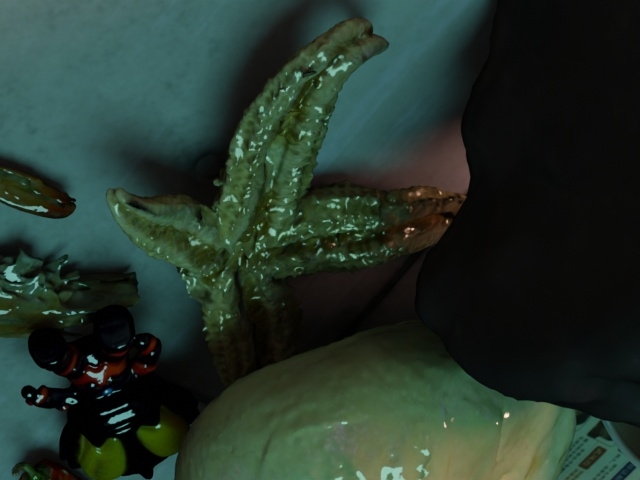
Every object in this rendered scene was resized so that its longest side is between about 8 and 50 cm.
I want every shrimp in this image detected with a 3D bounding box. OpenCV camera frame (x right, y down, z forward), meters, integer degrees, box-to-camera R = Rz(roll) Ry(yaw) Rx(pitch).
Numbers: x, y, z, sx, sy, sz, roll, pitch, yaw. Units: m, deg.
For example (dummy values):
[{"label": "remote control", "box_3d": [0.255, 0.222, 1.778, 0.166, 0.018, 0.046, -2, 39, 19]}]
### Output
[{"label": "shrimp", "box_3d": [-0.266, 0.005, 1.595, 0.253, 0.058, 0.173, 0, 120, -20]}]

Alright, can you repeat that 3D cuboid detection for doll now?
[{"label": "doll", "box_3d": [-0.180, 0.145, 1.694, 0.127, 0.088, 0.249, 5, 148, 9]}]

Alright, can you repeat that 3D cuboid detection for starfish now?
[{"label": "starfish", "box_3d": [0.000, 0.000, 1.656, 0.324, 0.082, 0.432, -32, 138, 2]}]

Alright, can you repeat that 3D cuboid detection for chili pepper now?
[{"label": "chili pepper", "box_3d": [-0.236, 0.241, 1.800, 0.059, 0.050, 0.191, -28, 144, 2]}]

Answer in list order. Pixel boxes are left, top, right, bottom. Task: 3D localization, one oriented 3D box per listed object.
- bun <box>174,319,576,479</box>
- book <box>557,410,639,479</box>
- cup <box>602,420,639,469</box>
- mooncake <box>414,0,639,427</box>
[{"label": "bun", "box_3d": [0.061, 0.211, 1.680, 0.361, 0.213, 0.361, -17, 151, -9]}, {"label": "book", "box_3d": [0.248, 0.257, 1.977, 0.428, 0.039, 0.300, 28, 116, -34]}, {"label": "cup", "box_3d": [0.420, 0.053, 1.729, 0.327, 0.323, 0.237, -2, 170, -41]}, {"label": "mooncake", "box_3d": [0.259, -0.037, 1.507, 0.212, 0.350, 0.381, 19, 104, -34]}]
